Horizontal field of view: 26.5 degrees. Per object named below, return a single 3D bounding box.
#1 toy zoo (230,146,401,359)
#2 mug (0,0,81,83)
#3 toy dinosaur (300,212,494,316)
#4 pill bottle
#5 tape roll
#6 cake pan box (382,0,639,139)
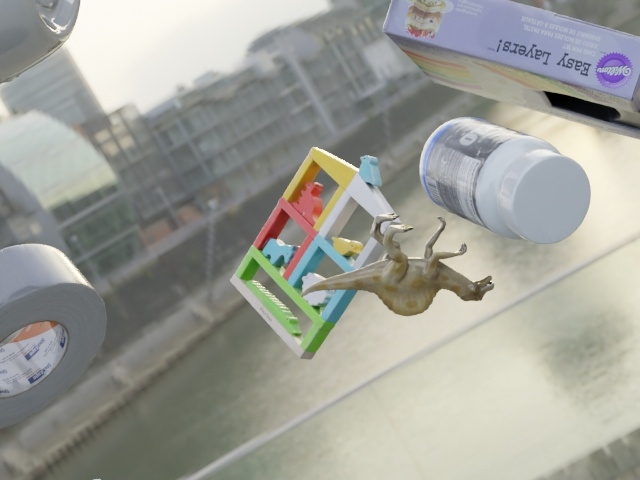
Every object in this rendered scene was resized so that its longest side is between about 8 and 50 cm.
[{"bbox_3d":[0.000,0.000,1.970,0.030,0.192,0.293,12,-64,-50],"label":"toy zoo"},{"bbox_3d":[-0.380,-0.201,1.078,0.328,0.276,0.374,-3,39,8],"label":"mug"},{"bbox_3d":[0.069,0.026,1.251,0.183,0.092,0.053,1,16,6],"label":"toy dinosaur"},{"bbox_3d":[0.137,-0.044,1.012,0.078,0.078,0.137,-31,24,-13],"label":"pill bottle"},{"bbox_3d":[-0.348,0.111,1.517,0.219,0.072,0.219,-32,-31,-22],"label":"tape roll"},{"bbox_3d":[0.219,-0.181,1.389,0.246,0.267,0.070,11,-83,-74],"label":"cake pan box"}]
